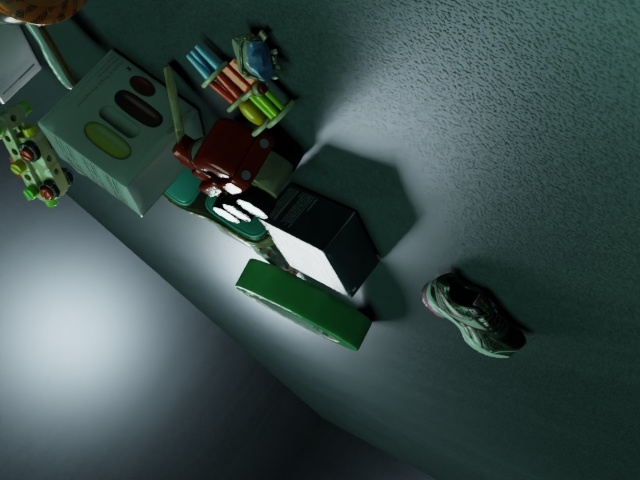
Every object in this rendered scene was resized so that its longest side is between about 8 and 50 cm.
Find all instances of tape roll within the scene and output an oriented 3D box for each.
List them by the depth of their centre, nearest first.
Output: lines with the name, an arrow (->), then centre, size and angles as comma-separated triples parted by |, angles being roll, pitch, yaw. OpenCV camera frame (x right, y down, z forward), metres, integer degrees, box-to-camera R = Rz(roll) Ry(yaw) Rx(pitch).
tape roll -> -0.040, 0.149, 1.625 | 0.321, 0.077, 0.321 | 28, 170, 5

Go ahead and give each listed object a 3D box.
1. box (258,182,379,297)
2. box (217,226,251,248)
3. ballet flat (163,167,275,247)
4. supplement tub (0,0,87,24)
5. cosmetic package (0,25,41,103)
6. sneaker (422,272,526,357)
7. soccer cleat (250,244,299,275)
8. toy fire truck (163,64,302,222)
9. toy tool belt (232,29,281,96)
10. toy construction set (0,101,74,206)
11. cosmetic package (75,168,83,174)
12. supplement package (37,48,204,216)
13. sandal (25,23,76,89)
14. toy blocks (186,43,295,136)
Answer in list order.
box -> 0.000, 0.000, 1.239 | 0.158, 0.093, 0.156 | 27, 160, 36
box -> -0.210, -0.058, 1.612 | 0.145, 0.038, 0.186 | 27, 161, 34
ballet flat -> -0.220, -0.092, 1.435 | 0.349, 0.123, 0.123 | 33, 162, 17
supplement tub -> -0.456, -0.410, 0.917 | 0.338, 0.207, 0.207 | 29, 161, 26
cosmetic package -> -0.776, -0.459, 1.561 | 0.224, 0.138, 0.224 | 36, 162, 6
sneaker -> 0.243, 0.115, 1.092 | 0.178, 0.072, 0.077 | 32, 152, 2
soccer cleat -> -0.115, 0.014, 1.561 | 0.076, 0.068, 0.196 | 22, 160, 50
toy fire truck -> -0.173, -0.161, 1.135 | 0.246, 0.158, 0.217 | 33, 166, -20
toy tool belt -> -0.075, -0.222, 0.887 | 0.051, 0.052, 0.083 | 6, 125, 41
toy construction set -> -0.690, -0.189, 1.622 | 0.215, 0.151, 0.327 | 3, 143, 23
cosmetic package -> -0.492, -0.213, 1.624 | 0.296, 0.129, 0.153 | 22, 156, 44
supplement package -> -0.353, -0.193, 1.285 | 0.203, 0.194, 0.149 | 35, 163, 8
sandal -> -0.476, -0.393, 1.219 | 0.102, 0.076, 0.265 | 51, 168, 55
toy blocks -> -0.117, -0.220, 0.978 | 0.148, 0.054, 0.123 | 43, 163, -15
